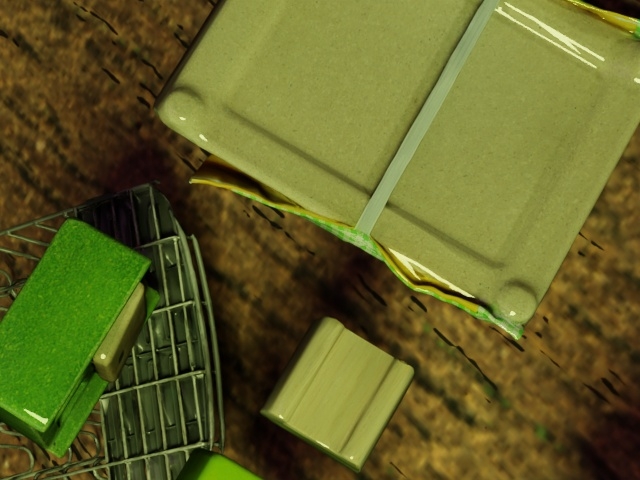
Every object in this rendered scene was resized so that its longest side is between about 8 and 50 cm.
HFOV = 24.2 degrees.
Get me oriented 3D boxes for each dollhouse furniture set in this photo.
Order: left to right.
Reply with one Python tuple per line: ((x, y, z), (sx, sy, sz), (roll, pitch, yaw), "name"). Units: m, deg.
((0.000, 0.000, 0.713), (0.198, 0.151, 0.301), (31, 78, 2), "dollhouse furniture set")

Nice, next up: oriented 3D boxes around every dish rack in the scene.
((-0.158, 0.084, 0.858), (0.271, 0.074, 0.208), (-17, 77, 32), "dish rack")
